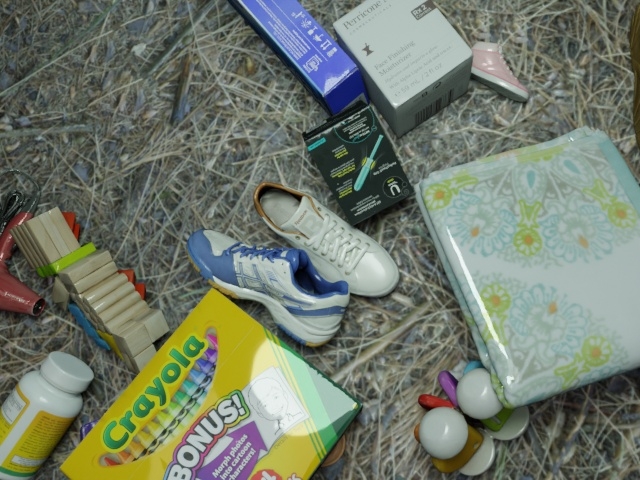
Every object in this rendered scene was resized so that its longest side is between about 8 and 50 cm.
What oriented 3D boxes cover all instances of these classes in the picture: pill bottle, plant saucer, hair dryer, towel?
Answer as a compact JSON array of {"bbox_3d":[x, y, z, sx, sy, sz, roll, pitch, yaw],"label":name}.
[{"bbox_3d":[-0.496,0.304,1.071,0.118,0.117,0.208,34,89,13],"label":"pill bottle"},{"bbox_3d":[0.001,0.337,1.028,0.084,0.013,0.083,-2,81,10],"label":"plant saucer"},{"bbox_3d":[-0.608,0.021,1.153,0.224,0.080,0.293,-31,78,4],"label":"hair dryer"},{"bbox_3d":[0.346,0.024,0.910,0.321,0.090,0.374,-17,68,-6],"label":"towel"}]

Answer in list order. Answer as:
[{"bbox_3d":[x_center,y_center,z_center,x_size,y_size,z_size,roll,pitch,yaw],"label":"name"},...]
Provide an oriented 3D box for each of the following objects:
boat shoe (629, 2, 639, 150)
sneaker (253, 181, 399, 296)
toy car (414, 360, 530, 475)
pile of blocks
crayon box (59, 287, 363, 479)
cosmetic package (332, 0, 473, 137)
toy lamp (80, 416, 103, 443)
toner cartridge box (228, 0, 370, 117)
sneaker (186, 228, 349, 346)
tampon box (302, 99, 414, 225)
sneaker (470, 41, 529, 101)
[{"bbox_3d":[0.555,-0.252,0.969,0.096,0.098,0.276,1,81,11],"label":"boat shoe"},{"bbox_3d":[0.000,0.000,1.023,0.290,0.123,0.105,33,87,12],"label":"sneaker"},{"bbox_3d":[0.221,0.263,0.946,0.182,0.159,0.136,-47,40,2],"label":"toy car"},{"bbox_3d":[-0.401,0.082,1.108,0.362,0.149,0.113,49,49,4],"label":"pile of blocks"},{"bbox_3d":[-0.164,0.314,0.973,0.313,0.106,0.363,35,75,14],"label":"crayon box"},{"bbox_3d":[0.138,-0.305,1.025,0.151,0.151,0.183,-35,77,3],"label":"cosmetic package"},{"bbox_3d":[-0.343,0.439,1.043,0.080,0.080,0.274,-27,78,6],"label":"toy lamp"},{"bbox_3d":[-0.059,-0.365,1.065,0.075,0.165,0.347,-40,76,3],"label":"toner cartridge box"},{"bbox_3d":[-0.082,0.045,1.017,0.297,0.112,0.131,31,122,5],"label":"sneaker"},{"bbox_3d":[0.060,-0.129,1.009,0.121,0.101,0.161,-28,108,6],"label":"tampon box"},{"bbox_3d":[0.308,-0.294,1.044,0.134,0.051,0.070,34,94,17],"label":"sneaker"}]
